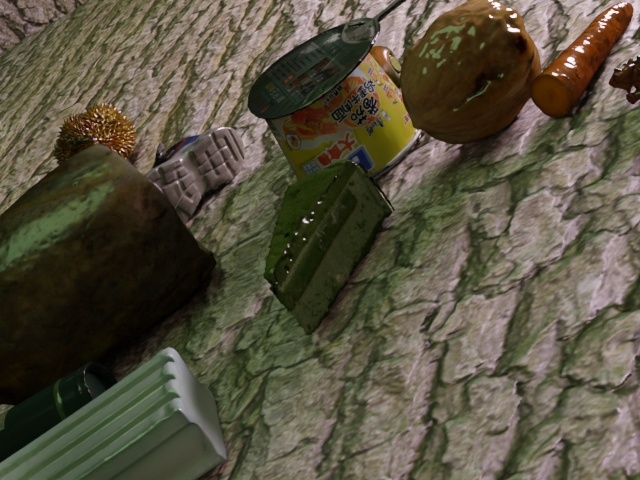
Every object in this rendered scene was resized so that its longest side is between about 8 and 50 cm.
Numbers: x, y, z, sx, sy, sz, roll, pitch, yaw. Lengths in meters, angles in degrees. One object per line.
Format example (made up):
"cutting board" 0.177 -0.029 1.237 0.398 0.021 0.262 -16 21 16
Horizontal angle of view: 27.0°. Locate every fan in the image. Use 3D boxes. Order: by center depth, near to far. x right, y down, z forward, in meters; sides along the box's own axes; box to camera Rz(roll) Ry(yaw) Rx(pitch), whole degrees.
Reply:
"fan" 0.021 -0.235 1.685 0.294 0.012 0.223 -25 26 26

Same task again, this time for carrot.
"carrot" 0.324 -0.232 1.596 0.057 0.057 0.224 -8 32 48
"carrot" 0.029 -0.214 1.935 0.193 0.087 0.087 -26 25 27

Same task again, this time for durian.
"durian" -0.409 -0.175 2.413 0.158 0.137 0.168 -57 14 4

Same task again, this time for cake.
"cake" -0.015 0.014 1.529 0.099 0.100 0.235 -18 28 40

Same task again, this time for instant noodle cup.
"instant noodle cup" 0.015 -0.170 1.777 0.205 0.153 0.205 -31 23 15

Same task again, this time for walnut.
"walnut" 0.175 -0.197 1.599 0.184 0.155 0.155 -45 24 -15

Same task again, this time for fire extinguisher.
"fire extinguisher" -0.366 0.252 1.581 0.294 0.093 0.118 -31 -3 14

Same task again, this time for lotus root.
"lotus root" -0.333 0.058 1.739 0.346 0.250 0.250 -44 23 -5

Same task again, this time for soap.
"soap" -0.236 0.243 1.410 0.265 0.087 0.160 -35 23 4

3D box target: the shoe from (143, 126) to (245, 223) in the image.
"shoe" -0.226 -0.097 2.032 0.227 0.099 0.125 -40 30 -22

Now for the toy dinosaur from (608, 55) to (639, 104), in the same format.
"toy dinosaur" 0.363 -0.180 1.441 0.055 0.049 0.154 -42 18 -22
